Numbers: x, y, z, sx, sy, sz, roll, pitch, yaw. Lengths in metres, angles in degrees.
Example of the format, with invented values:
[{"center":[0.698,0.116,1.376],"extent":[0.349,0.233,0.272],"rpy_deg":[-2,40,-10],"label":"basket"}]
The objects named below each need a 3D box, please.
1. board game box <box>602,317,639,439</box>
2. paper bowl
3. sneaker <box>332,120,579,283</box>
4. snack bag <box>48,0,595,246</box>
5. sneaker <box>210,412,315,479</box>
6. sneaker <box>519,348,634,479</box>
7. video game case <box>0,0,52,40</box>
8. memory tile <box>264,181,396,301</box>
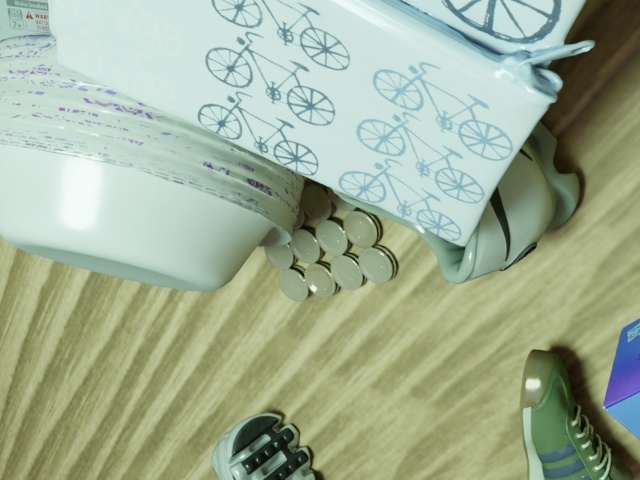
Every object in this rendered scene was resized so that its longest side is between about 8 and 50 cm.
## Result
[{"center":[0.377,0.134,0.519],"extent":[0.347,0.078,0.233],"rpy_deg":[40,135,-7],"label":"board game box"},{"center":[-0.158,-0.047,0.763],"extent":[0.284,0.284,0.148],"rpy_deg":[4,78,38],"label":"paper bowl"},{"center":[0.038,-0.109,0.671],"extent":[0.330,0.146,0.122],"rpy_deg":[46,142,10],"label":"sneaker"},{"center":[-0.017,-0.147,0.474],"extent":[0.323,0.037,0.343],"rpy_deg":[26,150,4],"label":"snack bag"},{"center":[-0.030,0.335,1.021],"extent":[0.118,0.110,0.292],"rpy_deg":[-32,83,52],"label":"sneaker"},{"center":[0.217,0.179,0.754],"extent":[0.086,0.064,0.192],"rpy_deg":[6,118,29],"label":"sneaker"},{"center":[-0.221,-0.247,0.781],"extent":[0.328,0.036,0.300],"rpy_deg":[9,128,8],"label":"video game case"},{"center":[0.000,0.000,0.862],"extent":[0.148,0.012,0.113],"rpy_deg":[-16,103,43],"label":"memory tile"}]
